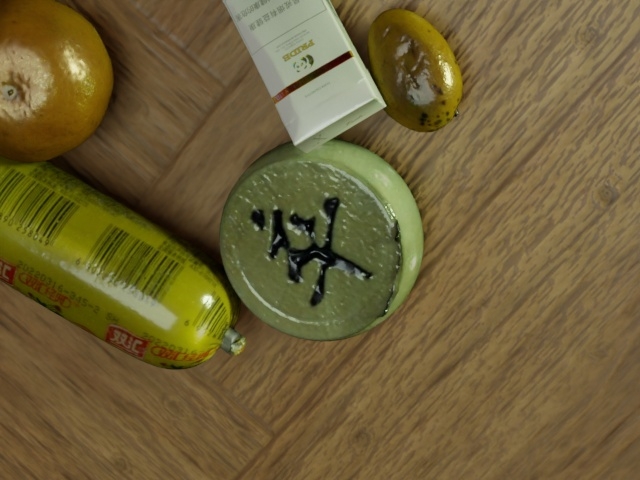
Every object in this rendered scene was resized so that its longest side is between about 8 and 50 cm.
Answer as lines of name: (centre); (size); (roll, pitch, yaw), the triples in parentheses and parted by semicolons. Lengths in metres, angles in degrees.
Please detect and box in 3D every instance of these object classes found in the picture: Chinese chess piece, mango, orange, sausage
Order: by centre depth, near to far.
mango: (0.080, -0.148, 1.210); (0.079, 0.057, 0.114); (-28, 88, 28)
Chinese chess piece: (0.000, 0.000, 1.267); (0.188, 0.083, 0.188); (6, 110, 16)
orange: (-0.267, -0.151, 1.285); (0.155, 0.134, 0.154); (0, 110, 0)
sausage: (-0.220, 0.017, 1.322); (0.347, 0.123, 0.123); (30, 114, 8)

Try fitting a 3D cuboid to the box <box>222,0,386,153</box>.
box: (-0.015, -0.163, 1.209); (0.084, 0.040, 0.154); (-29, 75, 10)
